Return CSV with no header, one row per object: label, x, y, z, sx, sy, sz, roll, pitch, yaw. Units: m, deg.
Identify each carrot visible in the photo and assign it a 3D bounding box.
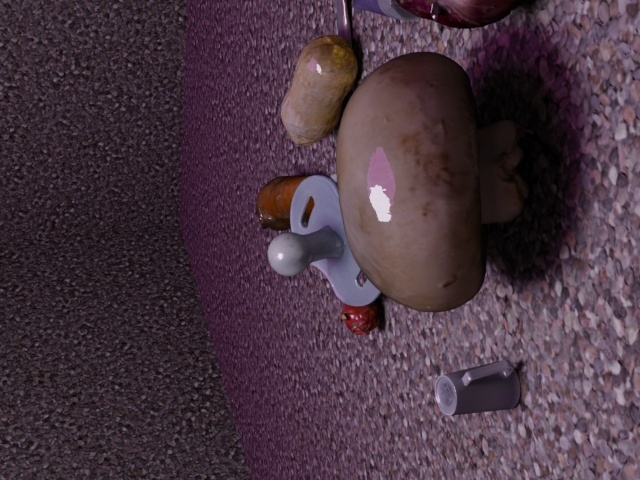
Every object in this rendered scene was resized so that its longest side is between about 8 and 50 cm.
carrot,-0.073,-0.098,2.131,0.302,0.139,0.138,163,100,-64

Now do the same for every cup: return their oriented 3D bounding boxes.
cup,0.241,0.215,1.305,0.104,0.116,0.074,115,143,-46

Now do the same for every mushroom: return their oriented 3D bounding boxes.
mushroom,0.177,-0.083,1.208,0.362,0.295,0.362,-6,-90,-78

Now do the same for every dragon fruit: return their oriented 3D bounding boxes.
dragon fruit,0.086,0.143,1.803,0.086,0.081,0.116,99,-174,-52

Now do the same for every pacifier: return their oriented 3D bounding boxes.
pacifier,0.000,0.000,1.717,0.299,0.233,0.244,45,138,32

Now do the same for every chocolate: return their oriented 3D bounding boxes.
chocolate,-0.006,-0.314,1.837,0.309,0.134,0.134,114,145,-56

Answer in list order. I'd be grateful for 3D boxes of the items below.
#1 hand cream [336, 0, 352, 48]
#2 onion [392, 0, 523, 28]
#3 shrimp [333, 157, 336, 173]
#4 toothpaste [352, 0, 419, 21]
hand cream,0.045,-0.484,1.774,0.052,0.038,0.216,-78,-17,-67
onion,0.182,-0.402,1.128,0.252,0.219,0.252,25,148,17
shrimp,0.050,-0.102,1.857,0.057,0.065,0.165,5,98,39
toothpaste,0.101,-0.455,1.550,0.371,0.080,0.125,-124,31,-64
